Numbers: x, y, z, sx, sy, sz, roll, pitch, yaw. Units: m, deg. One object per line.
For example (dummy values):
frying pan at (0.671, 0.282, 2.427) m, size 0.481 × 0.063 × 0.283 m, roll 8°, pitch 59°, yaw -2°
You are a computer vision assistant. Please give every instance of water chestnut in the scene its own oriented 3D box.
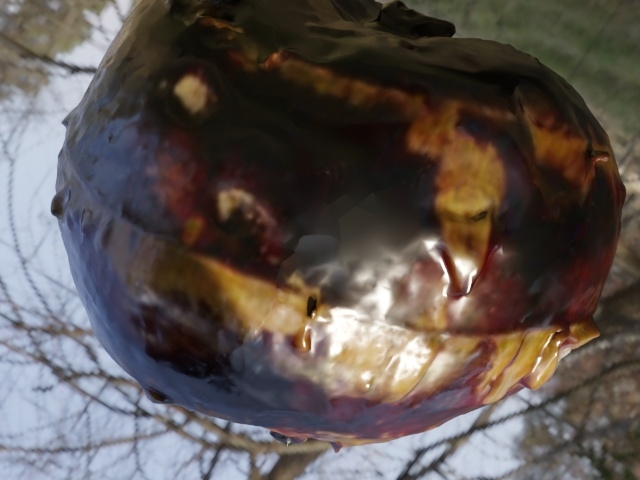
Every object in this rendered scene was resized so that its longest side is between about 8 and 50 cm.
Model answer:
water chestnut at (0.000, 0.000, 0.659) m, size 0.300 × 0.300 × 0.300 m, roll 33°, pitch -170°, yaw -6°
